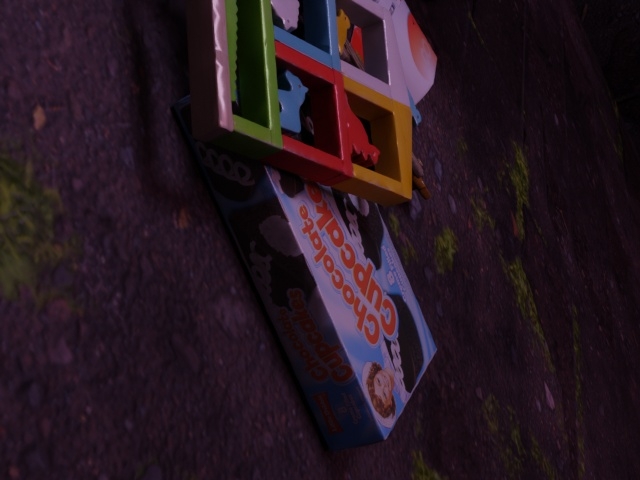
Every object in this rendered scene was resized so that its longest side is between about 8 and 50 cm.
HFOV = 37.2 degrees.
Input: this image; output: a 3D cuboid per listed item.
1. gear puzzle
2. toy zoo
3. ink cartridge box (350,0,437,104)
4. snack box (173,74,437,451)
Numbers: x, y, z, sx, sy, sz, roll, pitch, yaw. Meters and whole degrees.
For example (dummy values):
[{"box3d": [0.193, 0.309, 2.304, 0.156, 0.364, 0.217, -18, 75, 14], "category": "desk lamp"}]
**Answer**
[{"box3d": [0.044, -0.152, 1.043, 0.339, 0.044, 0.175, 49, 14, -49], "category": "gear puzzle"}, {"box3d": [0.002, -0.140, 0.803, 0.293, 0.030, 0.192, 16, 63, -50], "category": "toy zoo"}, {"box3d": [0.096, -0.238, 1.214, 0.145, 0.045, 0.179, 54, 28, -31], "category": "ink cartridge box"}, {"box3d": [0.000, 0.000, 0.844, 0.322, 0.060, 0.187, 66, 26, -10], "category": "snack box"}]
